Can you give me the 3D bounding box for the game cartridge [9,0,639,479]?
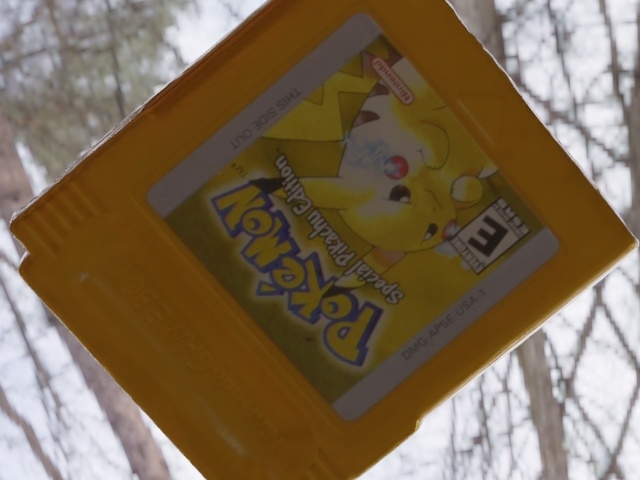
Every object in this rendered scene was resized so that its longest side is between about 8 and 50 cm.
[{"bbox_3d":[0.000,0.000,1.250,0.324,0.285,0.052,-40,-165,2],"label":"game cartridge"}]
